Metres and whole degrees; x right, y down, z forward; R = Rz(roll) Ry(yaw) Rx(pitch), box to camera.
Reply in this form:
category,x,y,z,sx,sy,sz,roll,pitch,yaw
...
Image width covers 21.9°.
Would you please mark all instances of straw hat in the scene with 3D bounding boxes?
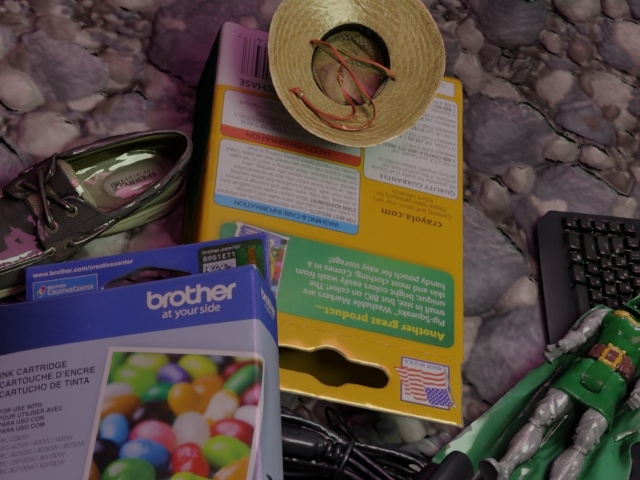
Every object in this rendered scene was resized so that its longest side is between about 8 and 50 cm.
category,x,y,z,sx,sy,sz,roll,pitch,yaw
straw hat,0.020,-0.127,1.246,0.144,0.061,0.145,4,70,-10

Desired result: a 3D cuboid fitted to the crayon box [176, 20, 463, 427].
category,x,y,z,sx,sy,sz,roll,pitch,yaw
crayon box,0.000,0.000,1.240,0.203,0.083,0.323,13,52,-13

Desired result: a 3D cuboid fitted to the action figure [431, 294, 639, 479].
category,x,y,z,sx,sy,sz,roll,pitch,yaw
action figure,0.202,0.113,1.236,0.137,0.063,0.232,30,53,16

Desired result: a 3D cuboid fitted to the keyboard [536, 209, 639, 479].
category,x,y,z,sx,sy,sz,roll,pitch,yaw
keyboard,0.278,0.117,1.305,0.201,0.033,0.317,9,55,-17

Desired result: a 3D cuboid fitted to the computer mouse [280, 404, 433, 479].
category,x,y,z,sx,sy,sz,roll,pitch,yaw
computer mouse,-0.021,0.228,1.054,0.188,0.072,0.272,22,60,-3

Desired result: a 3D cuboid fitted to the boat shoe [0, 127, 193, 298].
category,x,y,z,sx,sy,sz,roll,pitch,yaw
boat shoe,-0.186,-0.029,1.191,0.223,0.073,0.080,-26,69,-34

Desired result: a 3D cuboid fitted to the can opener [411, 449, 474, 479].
category,x,y,z,sx,sy,sz,roll,pitch,yaw
can opener,0.046,0.198,1.035,0.073,0.059,0.186,53,38,-14

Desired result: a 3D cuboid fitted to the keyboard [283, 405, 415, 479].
category,x,y,z,sx,sy,sz,roll,pitch,yaw
keyboard,0.025,0.193,1.156,0.192,0.038,0.100,36,74,4

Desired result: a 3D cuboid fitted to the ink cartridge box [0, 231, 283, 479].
category,x,y,z,sx,sy,sz,roll,pitch,yaw
ink cartridge box,-0.118,0.131,1.045,0.185,0.065,0.311,-9,59,11
